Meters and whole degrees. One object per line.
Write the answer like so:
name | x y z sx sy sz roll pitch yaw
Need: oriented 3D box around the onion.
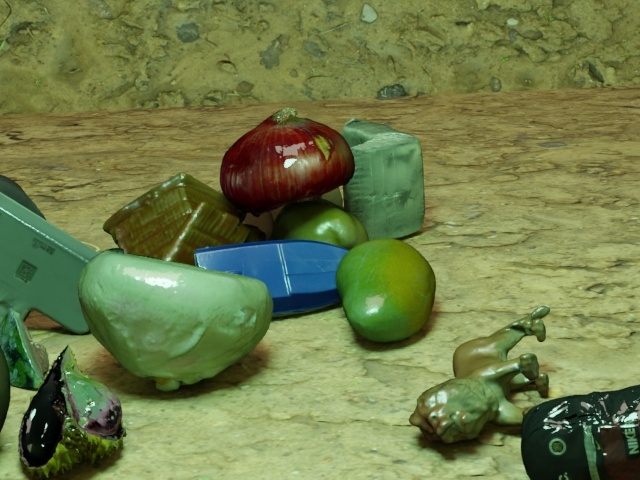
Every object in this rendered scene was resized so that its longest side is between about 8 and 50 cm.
onion | -0.062 -0.127 1.948 0.248 0.161 0.248 -31 10 6

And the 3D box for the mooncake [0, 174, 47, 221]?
mooncake | -0.565 0.007 1.898 0.244 0.245 0.133 -11 16 -23

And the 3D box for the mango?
mango | 0.100 0.074 1.759 0.156 0.114 0.251 19 18 -4

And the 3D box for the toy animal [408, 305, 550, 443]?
toy animal | 0.206 0.177 1.466 0.157 0.097 0.312 -5 15 16

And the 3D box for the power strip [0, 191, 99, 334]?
power strip | -0.463 0.058 1.804 0.265 0.194 0.059 33 18 -8

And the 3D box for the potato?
potato | 0.001 -0.005 2.001 0.154 0.137 0.200 -8 16 -16

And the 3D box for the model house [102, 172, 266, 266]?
model house | -0.221 0.021 1.952 0.219 0.199 0.229 -38 41 14

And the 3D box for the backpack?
backpack | 0.301 0.225 1.251 0.165 0.120 0.106 -16 11 14

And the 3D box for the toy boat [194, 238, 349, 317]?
toy boat | -0.054 0.061 1.853 0.295 0.129 0.088 -6 -23 -17

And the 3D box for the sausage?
sausage | -0.065 -0.067 2.245 0.123 0.123 0.253 9 20 34

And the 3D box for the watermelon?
watermelon | -0.429 0.160 1.663 0.080 0.101 0.155 4 24 -16

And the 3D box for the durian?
durian | -0.294 0.235 1.400 0.108 0.119 0.187 30 15 -28

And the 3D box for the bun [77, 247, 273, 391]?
bun | -0.209 0.117 1.608 0.283 0.179 0.283 12 -1 0

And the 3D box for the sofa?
sofa | 0.081 -0.113 2.233 0.176 0.210 0.225 -13 23 -25

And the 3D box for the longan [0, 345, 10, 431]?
longan | -0.479 0.178 1.386 0.248 0.248 0.248 -3 17 1
